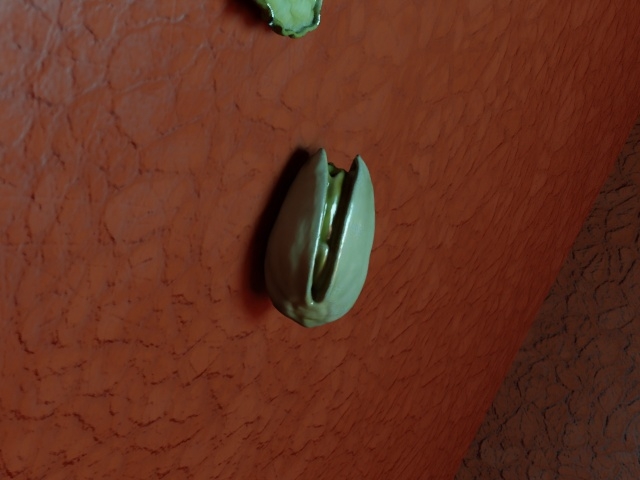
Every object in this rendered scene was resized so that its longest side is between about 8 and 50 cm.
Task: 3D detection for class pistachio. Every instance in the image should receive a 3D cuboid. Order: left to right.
[{"bbox_3d":[0.000,0.000,1.131,0.152,0.126,0.223,-97,-162,-74],"label":"pistachio"}]

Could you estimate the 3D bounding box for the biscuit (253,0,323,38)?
[{"bbox_3d":[-0.022,-0.324,0.876,0.187,0.036,0.274,-34,141,-63],"label":"biscuit"}]
